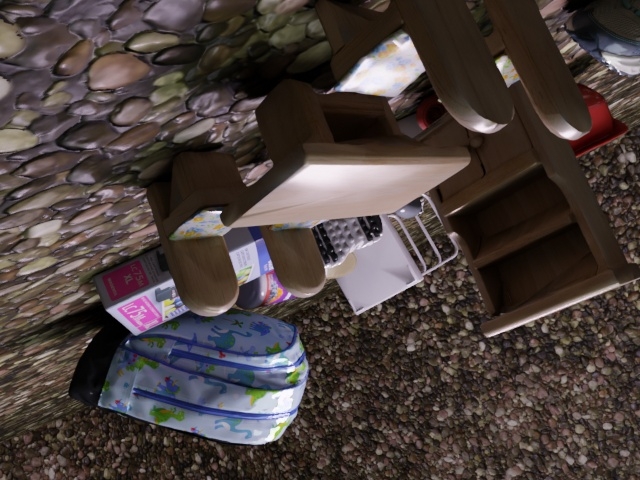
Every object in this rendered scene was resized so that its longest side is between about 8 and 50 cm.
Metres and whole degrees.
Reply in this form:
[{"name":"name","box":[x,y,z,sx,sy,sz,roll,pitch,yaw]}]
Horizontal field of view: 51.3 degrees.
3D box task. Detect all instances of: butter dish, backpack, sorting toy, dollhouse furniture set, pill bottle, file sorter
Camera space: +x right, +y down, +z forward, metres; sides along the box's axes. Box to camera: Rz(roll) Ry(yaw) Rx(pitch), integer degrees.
[{"name":"butter dish","box":[0.403,-0.218,1.115,0.160,0.118,0.160,-25,-144,-7]},{"name":"backpack","box":[-0.200,0.227,1.174,0.274,0.355,0.290,-60,179,5]},{"name":"sorting toy","box":[0.171,-0.166,0.866,0.101,0.061,0.042,11,-163,-14]},{"name":"dollhouse furniture set","box":[0.104,-0.026,0.648,0.394,0.257,0.362,-7,160,-45]},{"name":"pill bottle","box":[-0.080,0.064,1.288,0.193,0.108,0.108,-10,163,-46]},{"name":"file sorter","box":[0.169,0.030,1.649,0.173,0.193,0.277,-25,172,-36]}]

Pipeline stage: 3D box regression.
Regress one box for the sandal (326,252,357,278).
[{"name":"sandal","box":[-0.033,0.027,1.439,0.239,0.079,0.088,1,121,-36]}]

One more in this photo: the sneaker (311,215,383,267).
[{"name":"sneaker","box":[0.000,0.000,1.243,0.118,0.110,0.292,-21,176,37]}]

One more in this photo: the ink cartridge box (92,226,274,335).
[{"name":"ink cartridge box","box":[-0.164,0.036,1.001,0.311,0.065,0.186,-28,165,-11]}]

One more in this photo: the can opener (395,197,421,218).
[{"name":"can opener","box":[0.103,-0.084,1.086,0.074,0.093,0.280,-31,166,33]}]

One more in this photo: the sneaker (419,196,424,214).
[{"name":"sneaker","box":[0.257,-0.086,1.727,0.031,0.037,0.083,-24,170,-9]}]

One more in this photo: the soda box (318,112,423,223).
[{"name":"soda box","box":[0.071,-0.101,0.897,0.216,0.074,0.069,-25,172,-13]}]

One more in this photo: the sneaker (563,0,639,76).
[{"name":"sneaker","box":[0.398,-0.285,0.777,0.282,0.110,0.122,-25,155,-31]}]
